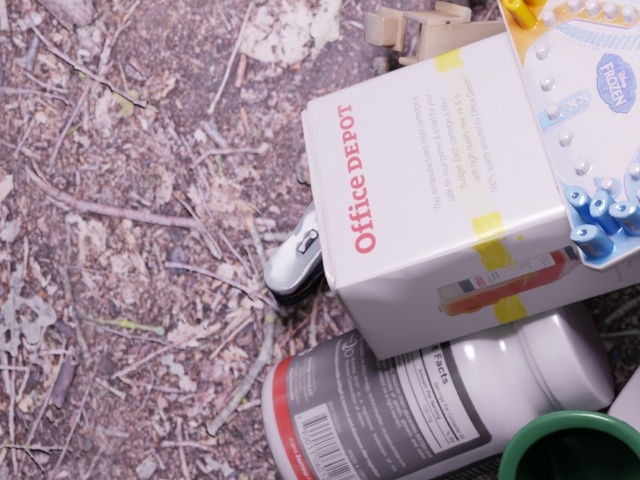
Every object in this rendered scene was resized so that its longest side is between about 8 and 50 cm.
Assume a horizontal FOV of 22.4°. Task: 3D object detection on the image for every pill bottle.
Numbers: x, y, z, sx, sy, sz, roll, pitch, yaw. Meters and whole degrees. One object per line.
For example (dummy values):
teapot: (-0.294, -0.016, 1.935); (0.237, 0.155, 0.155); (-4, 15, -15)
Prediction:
pill bottle: (0.133, 0.173, 1.832); (0.363, 0.210, 0.210); (-24, 83, 19)

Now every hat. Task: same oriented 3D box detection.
hat: (0.293, 0.243, 1.766); (0.208, 0.183, 0.173); (-9, 99, 24)

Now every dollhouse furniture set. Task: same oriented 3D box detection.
dollhouse furniture set: (0.089, -0.381, 1.929); (0.355, 0.173, 0.303); (25, 116, 49)

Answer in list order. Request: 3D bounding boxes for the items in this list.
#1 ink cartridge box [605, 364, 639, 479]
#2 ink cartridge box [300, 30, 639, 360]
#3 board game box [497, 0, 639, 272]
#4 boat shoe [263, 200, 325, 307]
ink cartridge box: (0.454, 0.167, 1.665); (0.226, 0.131, 0.306); (57, 133, 38)
ink cartridge box: (0.195, -0.069, 1.731); (0.384, 0.160, 0.279); (-18, 49, 11)
board game box: (0.369, -0.212, 1.550); (0.390, 0.050, 0.390); (-29, 48, 21)
boat shoe: (0.000, 0.000, 1.967); (0.065, 0.083, 0.183); (41, 79, 16)
